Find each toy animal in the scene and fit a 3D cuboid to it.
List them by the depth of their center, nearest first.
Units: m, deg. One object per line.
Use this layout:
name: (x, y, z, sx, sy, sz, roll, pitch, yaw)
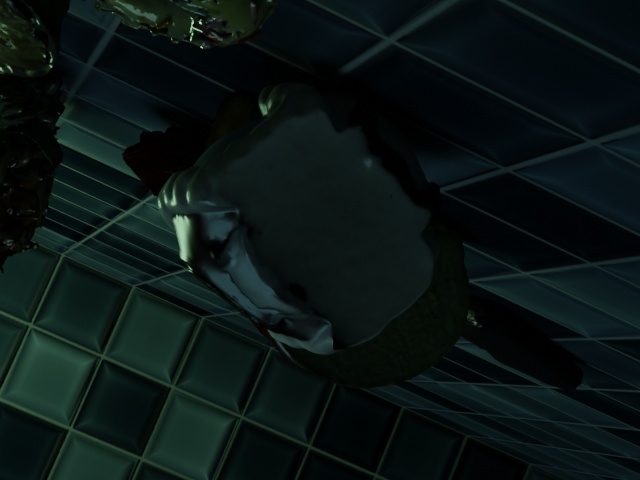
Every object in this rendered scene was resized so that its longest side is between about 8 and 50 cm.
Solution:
toy animal: (-0.018, -0.028, 1.283, 0.208, 0.204, 0.156, 50, 173, -27)

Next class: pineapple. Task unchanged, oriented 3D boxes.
pineapple: (-0.361, -0.115, 1.625, 0.262, 0.263, 0.271, 26, 153, -16)

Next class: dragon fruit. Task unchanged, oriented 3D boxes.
dragon fruit: (-0.138, -0.085, 1.591, 0.106, 0.083, 0.162, 39, -167, 17)

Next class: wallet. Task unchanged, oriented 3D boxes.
wallet: (0.221, 0.124, 1.975, 0.149, 0.044, 0.250, 19, 170, 43)

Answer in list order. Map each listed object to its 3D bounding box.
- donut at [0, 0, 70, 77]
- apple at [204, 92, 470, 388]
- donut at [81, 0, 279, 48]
donut: (-0.287, -0.227, 1.100, 0.272, 0.107, 0.272, 21, 165, 6)
apple: (0.000, 0.000, 1.496, 0.346, 0.179, 0.254, 32, -155, -39)
donut: (-0.108, -0.180, 1.023, 0.174, 0.068, 0.174, 22, 169, 5)
